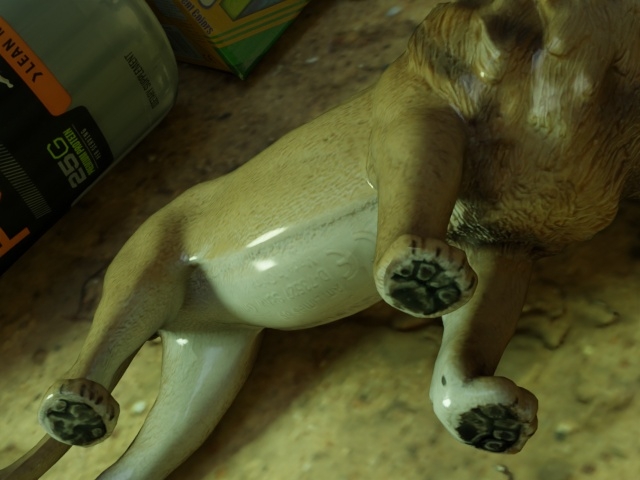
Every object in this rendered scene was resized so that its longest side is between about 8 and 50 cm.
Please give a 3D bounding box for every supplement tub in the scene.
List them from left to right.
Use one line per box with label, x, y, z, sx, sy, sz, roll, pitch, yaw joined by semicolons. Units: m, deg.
supplement tub;-0.251;-0.051;0.771;0.316;0.193;0.193;-46;40;-14

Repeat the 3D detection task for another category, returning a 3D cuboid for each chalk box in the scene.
chalk box;-0.055;-0.232;0.853;0.132;0.132;0.213;22;69;50

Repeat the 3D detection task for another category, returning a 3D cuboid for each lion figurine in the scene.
lion figurine;0.000;0.000;0.592;0.392;0.142;0.240;-18;34;25
